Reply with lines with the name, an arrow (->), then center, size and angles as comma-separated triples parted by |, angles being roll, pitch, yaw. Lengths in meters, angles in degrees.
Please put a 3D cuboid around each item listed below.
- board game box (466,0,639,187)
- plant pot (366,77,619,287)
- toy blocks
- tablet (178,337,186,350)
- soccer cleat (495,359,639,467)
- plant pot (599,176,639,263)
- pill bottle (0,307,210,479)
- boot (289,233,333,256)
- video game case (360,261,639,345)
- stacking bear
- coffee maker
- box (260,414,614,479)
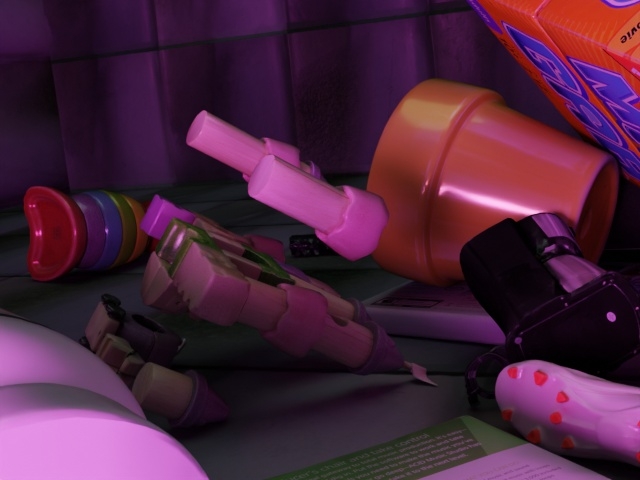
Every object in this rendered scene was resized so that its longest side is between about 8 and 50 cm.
board game box -> 0.424, -0.238, 0.854 | 0.356, 0.356, 0.356 | 38, 9, -33
plant pot -> 0.216, -0.050, 1.048 | 0.239, 0.254, 0.254 | 18, 21, 31
toy blocks -> -0.051, 0.065, 0.911 | 0.260, 0.309, 0.288 | 26, 6, -29
tablet -> -0.212, 0.133, 1.071 | 0.083, 0.006, 0.054 | -6, 10, 5
soccer cleat -> 0.219, 0.136, 0.658 | 0.076, 0.068, 0.196 | 6, 2, -38
plant pot -> 0.448, -0.057, 1.142 | 0.188, 0.167, 0.187 | -2, -9, 36
pill bottle -> -0.214, 0.133, 0.466 | 0.210, 0.210, 0.362 | -13, 12, -37
boot -> 0.000, 0.000, 1.625 | 0.099, 0.045, 0.121 | -6, 10, 17
video game case -> 0.251, 0.072, 1.081 | 0.328, 0.036, 0.300 | 1, 12, 38
stacking bear -> -0.399, -0.021, 1.679 | 0.164, 0.176, 0.289 | 0, 3, 40
coffee maker -> 0.198, 0.058, 0.841 | 0.171, 0.120, 0.178 | -8, 23, -5
box -> 0.084, 0.186, 0.450 | 0.232, 0.059, 0.322 | -10, 12, -26
